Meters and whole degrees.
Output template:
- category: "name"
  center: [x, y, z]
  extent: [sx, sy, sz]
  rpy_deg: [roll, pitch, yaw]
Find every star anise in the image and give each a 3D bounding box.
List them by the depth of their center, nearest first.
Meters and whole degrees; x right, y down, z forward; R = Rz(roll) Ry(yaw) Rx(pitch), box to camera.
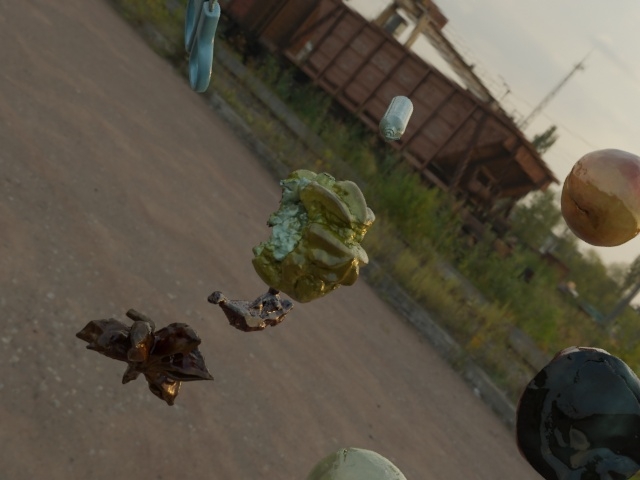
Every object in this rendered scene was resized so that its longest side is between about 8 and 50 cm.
- category: "star anise"
  center: [-0.267, 0.173, 1.233]
  extent: [0.212, 0.111, 0.196]
  rpy_deg: [38, -28, -13]

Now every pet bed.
- category: "pet bed"
  center: [0.359, 0.248, 1.067]
  extent: [0.201, 0.201, 0.053]
  rpy_deg: [41, 0, 1]

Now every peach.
- category: "peach"
  center: [0.519, -0.075, 1.409]
  extent: [0.184, 0.184, 0.184]
  rpy_deg: [40, 9, -7]

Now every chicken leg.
- category: "chicken leg"
  center: [-0.133, 0.131, 1.494]
  extent: [0.048, 0.090, 0.219]
  rpy_deg: [17, 12, 43]

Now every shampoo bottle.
- category: "shampoo bottle"
  center: [0.152, -0.245, 1.625]
  extent: [0.056, 0.056, 0.195]
  rpy_deg: [40, 31, -7]

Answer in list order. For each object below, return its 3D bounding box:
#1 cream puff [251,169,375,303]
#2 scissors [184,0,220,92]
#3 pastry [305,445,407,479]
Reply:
- category: "cream puff"
  center: [0.005, 0.002, 1.301]
  extent: [0.194, 0.221, 0.195]
  rpy_deg: [20, -1, 0]
- category: "scissors"
  center: [-0.174, -0.415, 1.286]
  extent: [0.029, 0.193, 0.447]
  rpy_deg: [0, -18, -20]
- category: "pastry"
  center: [0.048, 0.358, 1.050]
  extent: [0.156, 0.156, 0.092]
  rpy_deg: [41, 2, 2]
